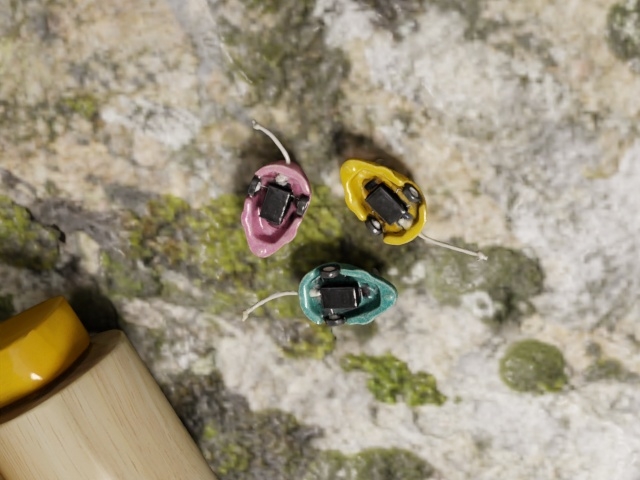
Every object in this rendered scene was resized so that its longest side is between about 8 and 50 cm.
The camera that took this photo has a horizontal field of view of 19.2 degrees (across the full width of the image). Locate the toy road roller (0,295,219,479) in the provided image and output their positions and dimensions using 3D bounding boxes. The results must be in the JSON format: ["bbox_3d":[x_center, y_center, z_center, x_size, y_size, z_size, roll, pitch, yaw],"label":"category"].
[{"bbox_3d":[-0.247,0.207,1.207,0.330,0.240,0.202,-26,103,23],"label":"toy road roller"}]

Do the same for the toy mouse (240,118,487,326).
[{"bbox_3d":[0.000,0.000,1.173,0.161,0.031,0.143,41,115,-4],"label":"toy mouse"}]
